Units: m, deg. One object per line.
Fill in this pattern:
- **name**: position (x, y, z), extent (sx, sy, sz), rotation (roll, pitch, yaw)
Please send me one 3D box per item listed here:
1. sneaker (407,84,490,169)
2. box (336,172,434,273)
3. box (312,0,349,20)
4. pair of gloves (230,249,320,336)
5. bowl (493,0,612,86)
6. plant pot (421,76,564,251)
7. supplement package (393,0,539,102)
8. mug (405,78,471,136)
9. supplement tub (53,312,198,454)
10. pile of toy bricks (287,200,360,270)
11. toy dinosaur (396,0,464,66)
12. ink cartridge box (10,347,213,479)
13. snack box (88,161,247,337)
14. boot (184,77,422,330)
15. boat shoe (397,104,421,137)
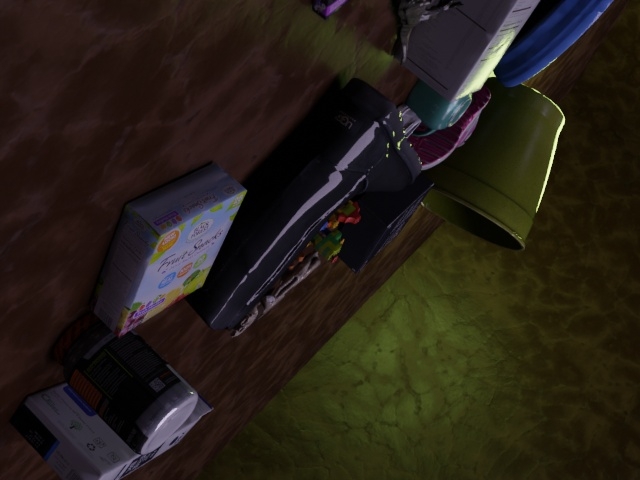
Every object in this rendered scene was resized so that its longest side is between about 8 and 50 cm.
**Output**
- **sneaker**: position (0.281, -0.239, 1.881), extent (0.252, 0.103, 0.111), rotation (-44, 162, -16)
- **box**: position (0.144, -0.055, 2.056), extent (0.184, 0.103, 0.261), rotation (-45, 172, -30)
- **box**: position (0.043, -0.353, 1.011), extent (0.116, 0.029, 0.162), rotation (-44, 166, -21)
- **pair of gloves**: position (-0.098, 0.112, 1.841), extent (0.240, 0.042, 0.204), rotation (-43, 177, 27)
- **bowl**: position (0.493, -0.493, 1.753), extent (0.391, 0.077, 0.391), rotation (-48, -170, 12)
- **plant pot**: position (0.443, -0.214, 2.179), extent (0.353, 0.366, 0.366), rotation (-60, 168, -4)
- **supplement package**: position (0.259, -0.378, 1.425), extent (0.134, 0.139, 0.244), rotation (-31, 159, -51)
- **mug**: position (0.250, -0.288, 1.763), extent (0.129, 0.097, 0.158), rotation (-44, 166, -23)
- **supplement tub**: position (-0.273, 0.193, 1.174), extent (0.117, 0.190, 0.117), rotation (-45, 167, -13)
- **pile of toy bricks**: position (0.000, 0.000, 1.740), extent (0.212, 0.105, 0.118), rotation (-39, 164, -37)
- **toy dinosaur**: position (0.163, -0.369, 1.319), extent (0.118, 0.064, 0.268), rotation (-42, 169, -4)
- **ink cartridge box**: position (-0.316, 0.279, 1.342), extent (0.065, 0.165, 0.332), rotation (-53, 166, 18)
- **snack box**: position (-0.207, 0.012, 1.144), extent (0.174, 0.070, 0.207), rotation (-34, 159, -48)
- **boot**: position (-0.028, -0.026, 1.453), extent (0.445, 0.146, 0.367), rotation (-52, 158, -3)
- **boat shoe**: position (0.140, -0.192, 1.749), extent (0.184, 0.063, 0.066), rotation (-53, 167, 16)
